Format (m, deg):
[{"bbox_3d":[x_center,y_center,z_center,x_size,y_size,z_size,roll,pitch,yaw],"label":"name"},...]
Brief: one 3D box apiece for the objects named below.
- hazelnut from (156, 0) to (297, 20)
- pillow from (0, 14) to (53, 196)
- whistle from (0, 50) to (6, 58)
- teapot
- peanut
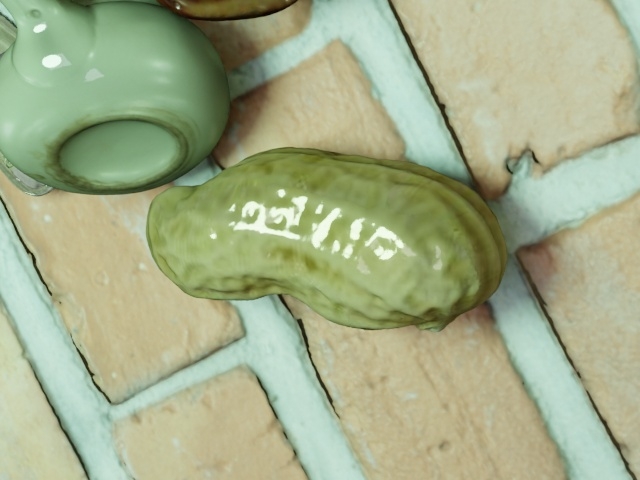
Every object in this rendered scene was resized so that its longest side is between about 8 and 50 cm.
[{"bbox_3d":[-0.059,-0.272,1.399,0.170,0.160,0.202,35,110,-2],"label":"hazelnut"},{"bbox_3d":[-0.308,-0.149,1.606,0.232,0.038,0.131,38,104,13],"label":"pillow"},{"bbox_3d":[-0.258,-0.167,1.559,0.176,0.033,0.033,-29,89,5],"label":"whistle"},{"bbox_3d":[-0.188,-0.161,1.429,0.219,0.318,0.149,-8,60,-7],"label":"teapot"},{"bbox_3d":[0.000,0.000,1.452,0.325,0.140,0.153,1,119,25],"label":"peanut"}]
